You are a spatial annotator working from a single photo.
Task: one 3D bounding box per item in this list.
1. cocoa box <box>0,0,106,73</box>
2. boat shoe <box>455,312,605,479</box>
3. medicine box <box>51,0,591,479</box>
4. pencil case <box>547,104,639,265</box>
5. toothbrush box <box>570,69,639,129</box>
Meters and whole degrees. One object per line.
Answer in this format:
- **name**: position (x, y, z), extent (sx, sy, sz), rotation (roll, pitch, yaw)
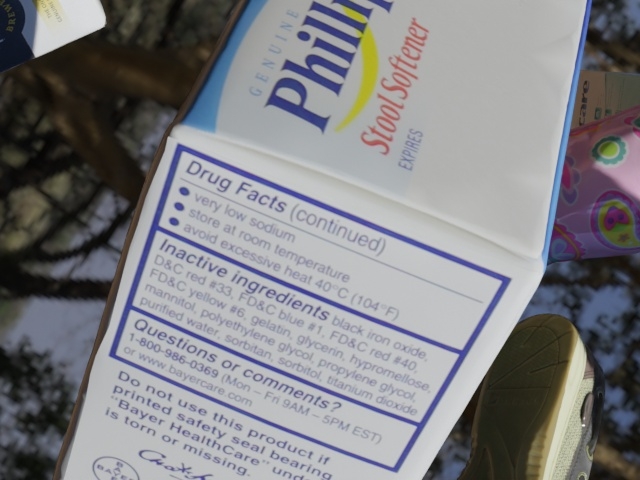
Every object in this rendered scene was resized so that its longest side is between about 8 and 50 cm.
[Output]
- **cocoa box**: position (-0.337, -0.286, 0.998), extent (0.228, 0.347, 0.231), rotation (-26, -133, -2)
- **boat shoe**: position (0.118, 0.154, 0.831), extent (0.080, 0.073, 0.224), rotation (-7, -124, 51)
- **medicine box**: position (0.000, 0.000, 0.685), extent (0.263, 0.149, 0.289), rotation (-70, -176, -48)
- **pencil case**: position (0.147, -0.029, 1.139), extent (0.124, 0.284, 0.124), rotation (-9, 90, -82)
- **toothbrush box**: position (0.401, -0.092, 1.397), extent (0.295, 0.216, 0.126), rotation (-153, -113, -67)
